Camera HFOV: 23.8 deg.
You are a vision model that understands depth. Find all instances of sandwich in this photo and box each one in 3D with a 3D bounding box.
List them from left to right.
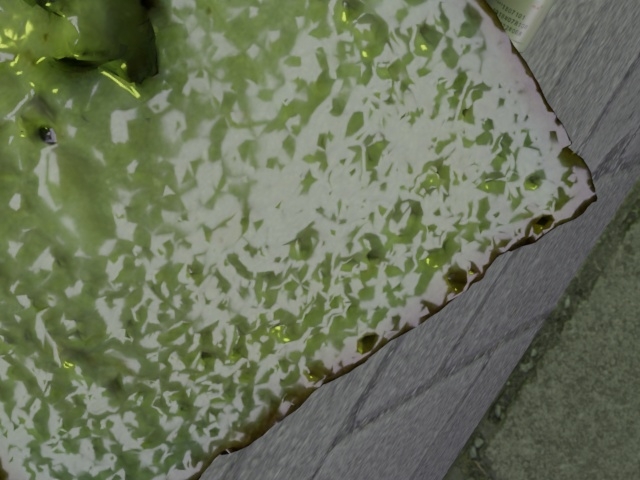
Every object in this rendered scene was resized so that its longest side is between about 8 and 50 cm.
[{"bbox_3d":[-0.060,-0.037,0.567,0.273,0.095,0.249,-36,125,-7],"label":"sandwich"}]

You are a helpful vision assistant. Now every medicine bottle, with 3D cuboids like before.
[{"bbox_3d":[0.159,-0.196,1.201,0.089,0.052,0.052,-61,163,22],"label":"medicine bottle"}]
